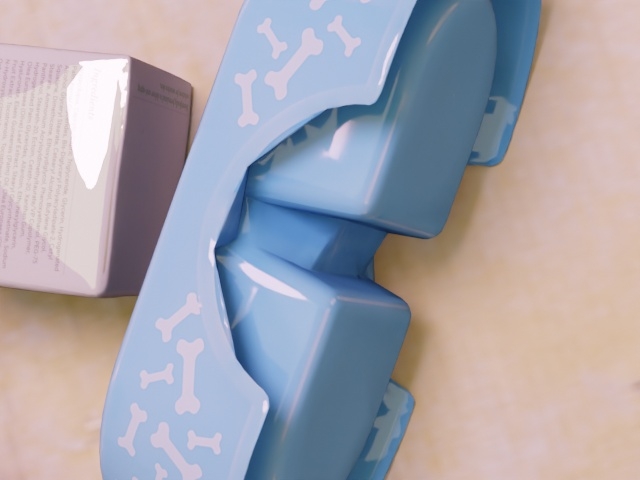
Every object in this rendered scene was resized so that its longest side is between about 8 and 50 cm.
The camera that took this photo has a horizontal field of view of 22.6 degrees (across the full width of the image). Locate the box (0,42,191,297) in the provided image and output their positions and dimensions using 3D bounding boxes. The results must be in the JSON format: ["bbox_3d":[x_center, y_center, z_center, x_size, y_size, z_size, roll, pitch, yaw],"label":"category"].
[{"bbox_3d":[-0.113,-0.029,0.688,0.087,0.101,0.102,7,90,10],"label":"box"}]

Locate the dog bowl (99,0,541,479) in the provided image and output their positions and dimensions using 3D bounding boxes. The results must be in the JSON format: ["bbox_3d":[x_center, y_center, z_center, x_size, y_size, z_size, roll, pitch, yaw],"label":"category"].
[{"bbox_3d":[0.000,0.000,0.642,0.074,0.166,0.297,20,93,22],"label":"dog bowl"}]
